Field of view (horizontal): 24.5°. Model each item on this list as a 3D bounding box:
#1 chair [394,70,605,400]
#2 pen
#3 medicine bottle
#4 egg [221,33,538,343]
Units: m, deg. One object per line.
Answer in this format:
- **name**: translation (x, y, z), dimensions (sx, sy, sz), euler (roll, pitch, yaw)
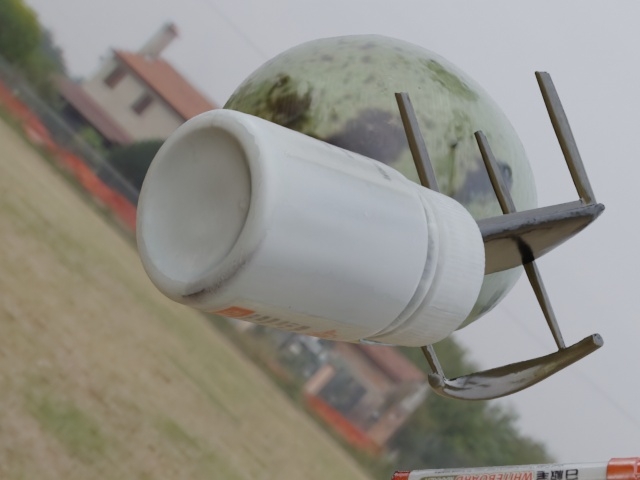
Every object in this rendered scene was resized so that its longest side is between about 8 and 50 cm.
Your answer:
- **chair**: translation (0.157, 0.000, 1.383), dimensions (0.166, 0.188, 0.272), euler (134, -59, -63)
- **pen**: translation (0.157, 0.172, 1.052), dimensions (0.239, 0.028, 0.028), euler (-9, -37, 32)
- **medicine bottle**: translation (0.000, 0.000, 1.078), dimensions (0.252, 0.145, 0.144), euler (15, 18, -43)
- **egg**: translation (0.067, -0.053, 1.678), dimensions (0.428, 0.345, 0.345), euler (14, 18, -43)
